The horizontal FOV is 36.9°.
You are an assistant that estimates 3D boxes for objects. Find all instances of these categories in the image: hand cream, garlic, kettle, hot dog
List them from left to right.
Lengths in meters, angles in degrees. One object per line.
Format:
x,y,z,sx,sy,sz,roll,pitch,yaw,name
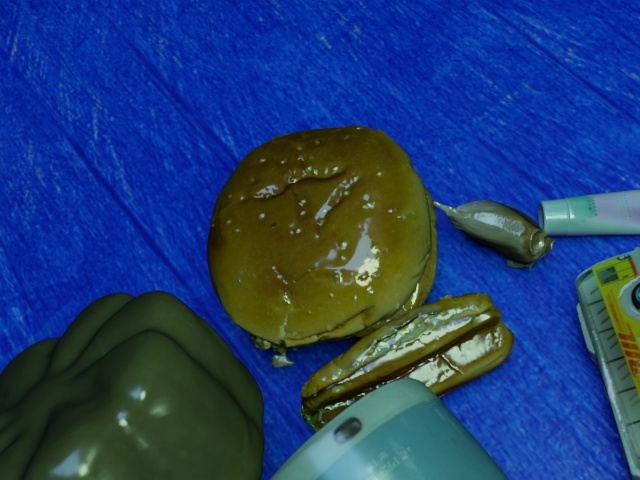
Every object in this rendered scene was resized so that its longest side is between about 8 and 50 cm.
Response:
0.097,0.144,1.127,0.269,0.115,0.072,-24,32,-4,hot dog
0.090,0.358,0.913,0.319,0.247,0.342,-34,65,-19,kettle
0.224,-0.020,1.209,0.152,0.084,0.066,26,74,24,garlic
0.366,-0.034,1.213,0.174,0.047,0.076,-3,55,3,hand cream

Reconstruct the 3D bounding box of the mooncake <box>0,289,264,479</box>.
-0.249,0.224,1.029,0.378,0.201,0.378,-28,29,17,mooncake

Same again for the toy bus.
0.361,0.143,1.072,0.106,0.092,0.268,-18,55,15,toy bus

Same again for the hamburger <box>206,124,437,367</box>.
0.000,0.000,1.213,0.289,0.170,0.314,-10,57,16,hamburger
